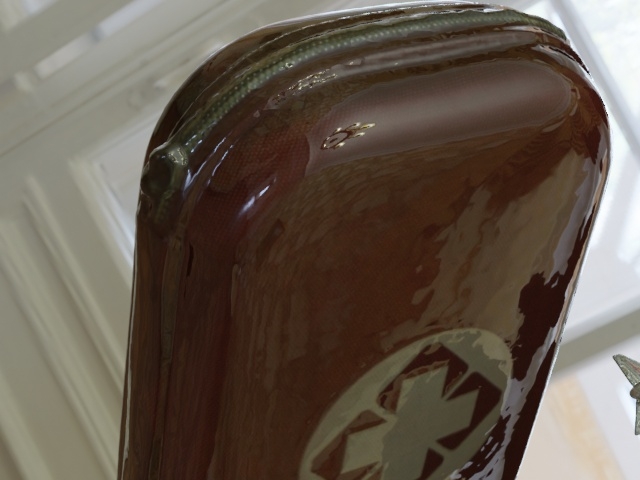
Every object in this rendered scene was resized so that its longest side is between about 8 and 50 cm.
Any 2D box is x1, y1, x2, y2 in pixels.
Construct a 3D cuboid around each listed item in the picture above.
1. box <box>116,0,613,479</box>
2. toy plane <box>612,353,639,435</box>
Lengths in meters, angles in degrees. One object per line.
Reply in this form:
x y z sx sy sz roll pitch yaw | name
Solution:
0.017 0.065 0.687 0.263 0.403 0.108 -15 42 -29 | box
0.364 0.129 1.228 0.065 0.171 0.162 138 -59 -65 | toy plane
